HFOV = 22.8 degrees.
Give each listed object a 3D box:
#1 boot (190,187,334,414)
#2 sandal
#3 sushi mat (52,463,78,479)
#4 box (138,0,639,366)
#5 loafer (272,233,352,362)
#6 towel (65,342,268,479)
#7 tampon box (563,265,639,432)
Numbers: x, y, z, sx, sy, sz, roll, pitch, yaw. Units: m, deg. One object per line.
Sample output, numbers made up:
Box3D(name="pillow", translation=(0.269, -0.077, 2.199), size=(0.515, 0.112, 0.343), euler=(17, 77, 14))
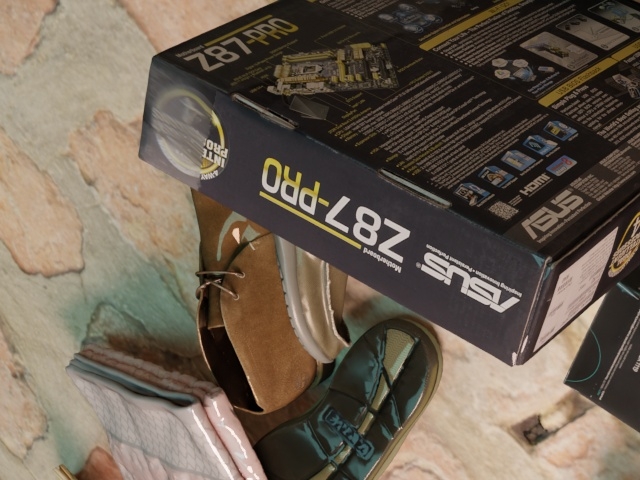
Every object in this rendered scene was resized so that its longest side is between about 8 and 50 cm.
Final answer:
Box3D(name="boot", translation=(-0.079, 0.027, 1.573), size=(0.112, 0.115, 0.305), euler=(-5, 109, 43))
Box3D(name="sandal", translation=(0.033, 0.195, 1.601), size=(0.120, 0.086, 0.303), euler=(50, 120, 14))
Box3D(name="sushi mat", translation=(-0.205, 0.391, 1.891), size=(0.316, 0.019, 0.151), euler=(46, 167, 10))
Box3D(name="box", translation=(0.116, -0.094, 1.145), size=(0.318, 0.395, 0.097), euler=(30, 128, 23))
Box3D(name="loafer", translation=(0.000, 0.000, 1.495), size=(0.087, 0.094, 0.251), euler=(-12, 114, 1))
Box3D(name="towel", translation=(-0.140, 0.274, 1.725), size=(0.331, 0.053, 0.317), euler=(9, 126, 57))
Box3D(name="tampon box", translation=(0.289, 0.063, 1.254), size=(0.101, 0.161, 0.120), euler=(34, 132, 20))
